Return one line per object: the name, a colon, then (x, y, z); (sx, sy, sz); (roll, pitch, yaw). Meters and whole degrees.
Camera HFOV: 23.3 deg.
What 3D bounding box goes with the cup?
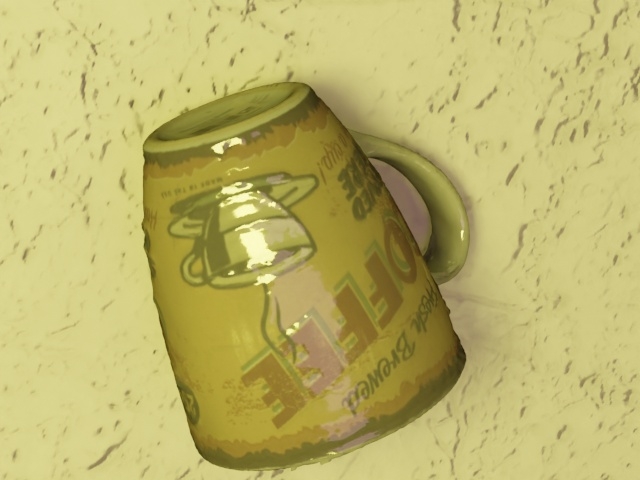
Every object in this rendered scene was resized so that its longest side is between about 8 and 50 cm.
cup: (0.000, 0.000, 1.224); (0.301, 0.227, 0.257); (-30, 112, -35)
